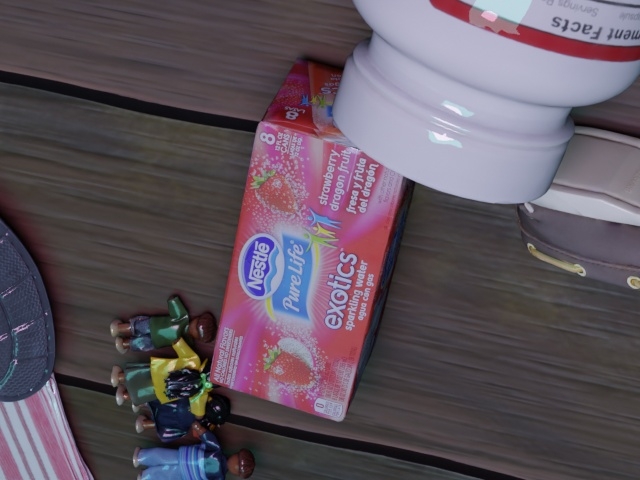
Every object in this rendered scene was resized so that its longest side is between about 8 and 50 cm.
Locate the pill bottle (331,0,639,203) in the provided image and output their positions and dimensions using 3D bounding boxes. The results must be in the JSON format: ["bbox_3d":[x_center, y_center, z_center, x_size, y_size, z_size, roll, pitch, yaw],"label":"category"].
[{"bbox_3d":[0.153,-0.241,1.206,0.229,0.229,0.407,22,114,3],"label":"pill bottle"}]

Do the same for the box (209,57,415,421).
[{"bbox_3d":[0.000,0.000,1.418,0.123,0.128,0.256,16,122,6],"label":"box"}]

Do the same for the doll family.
[{"bbox_3d":[-0.120,0.147,1.561,0.111,0.076,0.193,-6,118,11],"label":"doll family"}]

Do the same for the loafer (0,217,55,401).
[{"bbox_3d":[-0.324,0.001,1.542,0.109,0.095,0.302,-29,113,-7],"label":"loafer"}]

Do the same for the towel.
[{"bbox_3d":[-0.319,0.197,1.657,0.197,0.029,0.144,-9,113,20],"label":"towel"}]

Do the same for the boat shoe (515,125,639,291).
[{"bbox_3d":[0.294,0.004,1.333,0.324,0.116,0.096,18,136,28],"label":"boat shoe"}]
